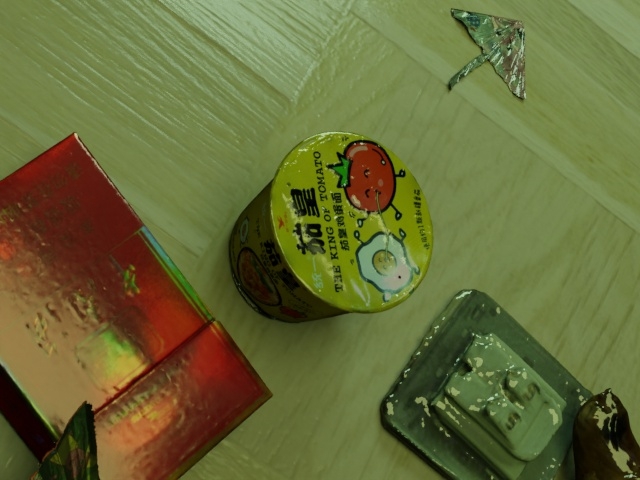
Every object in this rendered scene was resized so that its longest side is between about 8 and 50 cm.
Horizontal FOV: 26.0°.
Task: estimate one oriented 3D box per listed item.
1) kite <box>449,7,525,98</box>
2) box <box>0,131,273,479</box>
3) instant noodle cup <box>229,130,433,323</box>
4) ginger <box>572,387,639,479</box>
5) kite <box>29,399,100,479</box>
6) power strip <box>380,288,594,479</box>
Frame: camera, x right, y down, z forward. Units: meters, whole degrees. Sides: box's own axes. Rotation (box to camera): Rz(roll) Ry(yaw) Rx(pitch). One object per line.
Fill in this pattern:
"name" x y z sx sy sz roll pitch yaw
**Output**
"kite" 0.198 -0.220 1.633 0.156 0.011 0.139 -40 93 -31
"box" -0.216 0.084 1.277 0.197 0.089 0.313 -39 95 -32
"instant noodle cup" 0.000 0.000 1.383 0.182 0.144 0.182 9 70 -26
"ginger" 0.295 0.324 1.463 0.133 0.107 0.309 21 66 0
"kite" -0.261 0.288 1.185 0.321 0.016 0.234 -49 133 -2
"power strip" 0.193 0.173 1.476 0.213 0.064 0.198 41 62 -12
